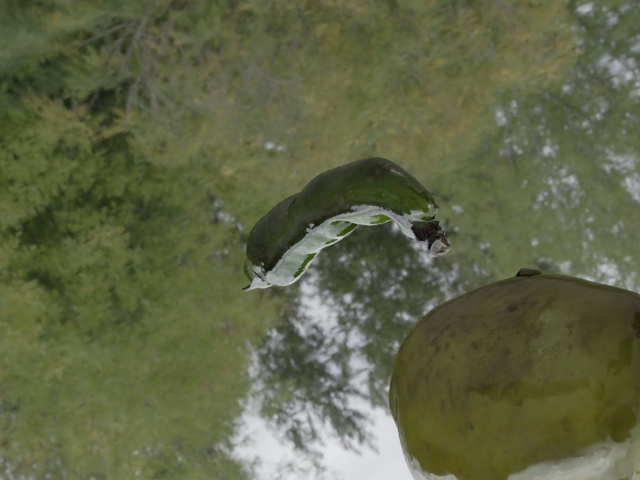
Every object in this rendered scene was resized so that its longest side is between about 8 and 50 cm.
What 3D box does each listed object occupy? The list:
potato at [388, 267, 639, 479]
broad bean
[{"bbox_3d":[0.152,0.113,0.671,0.228,0.148,0.197,-27,-131,37],"label":"potato"},{"bbox_3d":[0.000,-0.008,0.565,0.046,0.061,0.195,-11,179,-38],"label":"broad bean"}]
